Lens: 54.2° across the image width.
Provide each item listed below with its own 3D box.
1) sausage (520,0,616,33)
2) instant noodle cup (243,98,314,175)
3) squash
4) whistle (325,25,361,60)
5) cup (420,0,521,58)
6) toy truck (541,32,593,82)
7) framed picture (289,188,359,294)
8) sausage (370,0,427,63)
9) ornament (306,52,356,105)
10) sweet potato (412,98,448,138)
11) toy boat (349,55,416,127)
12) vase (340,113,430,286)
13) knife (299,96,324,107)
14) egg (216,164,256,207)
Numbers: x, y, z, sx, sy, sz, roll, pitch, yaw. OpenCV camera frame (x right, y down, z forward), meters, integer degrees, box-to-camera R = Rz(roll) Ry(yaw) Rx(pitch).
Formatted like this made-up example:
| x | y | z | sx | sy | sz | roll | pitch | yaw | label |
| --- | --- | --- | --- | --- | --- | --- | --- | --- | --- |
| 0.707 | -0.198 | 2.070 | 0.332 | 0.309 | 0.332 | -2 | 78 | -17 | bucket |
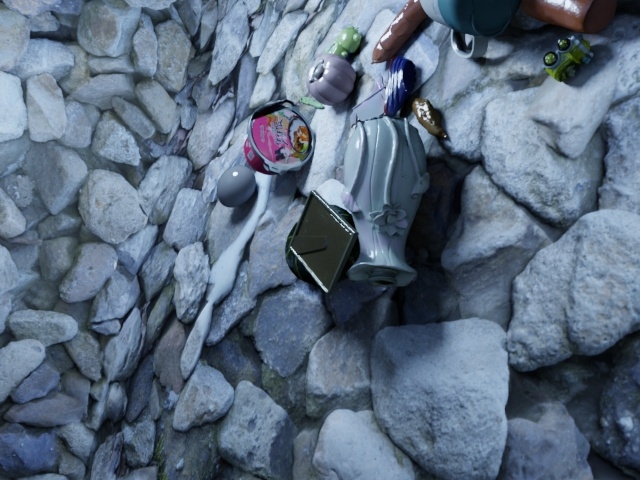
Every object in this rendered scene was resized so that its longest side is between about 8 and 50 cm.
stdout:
| x | y | z | sx | sy | sz | roll | pitch | yaw | label |
| --- | --- | --- | --- | --- | --- | --- | --- | --- | --- |
| 0.584 | -0.573 | 1.503 | 0.113 | 0.114 | 0.259 | -57 | 34 | 15 | sausage |
| -0.174 | -0.351 | 2.308 | 0.181 | 0.258 | 0.302 | -31 | 33 | 59 | instant noodle cup |
| 0.009 | 0.015 | 1.879 | 0.252 | 0.165 | 0.252 | -26 | 45 | 29 | squash |
| 0.071 | -0.686 | 2.286 | 0.227 | 0.085 | 0.105 | -50 | 37 | 21 | whistle |
| 0.406 | -0.641 | 1.690 | 0.257 | 0.219 | 0.289 | -115 | 19 | -58 | cup |
| 0.581 | -0.424 | 1.459 | 0.111 | 0.076 | 0.077 | -45 | 63 | 32 | toy truck |
| 0.001 | 0.000 | 1.701 | 0.265 | 0.018 | 0.192 | 49 | 121 | 50 | framed picture |
| 0.306 | -0.732 | 1.999 | 0.433 | 0.088 | 0.088 | -45 | 40 | 28 | sausage |
| 0.031 | -0.570 | 2.203 | 0.177 | 0.177 | 0.177 | -31 | 48 | 41 | ornament |
| 0.310 | -0.353 | 1.794 | 0.068 | 0.060 | 0.206 | 99 | 153 | -49 | sweet potato |
| 0.188 | -0.448 | 2.010 | 0.318 | 0.072 | 0.219 | -44 | 37 | 35 | toy boat |
| 0.172 | -0.096 | 1.692 | 0.250 | 0.250 | 0.445 | -19 | 61 | 48 | vase |
| -0.034 | -0.532 | 2.401 | 0.207 | 0.014 | 0.030 | 36 | 102 | 56 | knife |
| -0.341 | -0.216 | 2.517 | 0.198 | 0.146 | 0.146 | -46 | 39 | 38 | egg |
